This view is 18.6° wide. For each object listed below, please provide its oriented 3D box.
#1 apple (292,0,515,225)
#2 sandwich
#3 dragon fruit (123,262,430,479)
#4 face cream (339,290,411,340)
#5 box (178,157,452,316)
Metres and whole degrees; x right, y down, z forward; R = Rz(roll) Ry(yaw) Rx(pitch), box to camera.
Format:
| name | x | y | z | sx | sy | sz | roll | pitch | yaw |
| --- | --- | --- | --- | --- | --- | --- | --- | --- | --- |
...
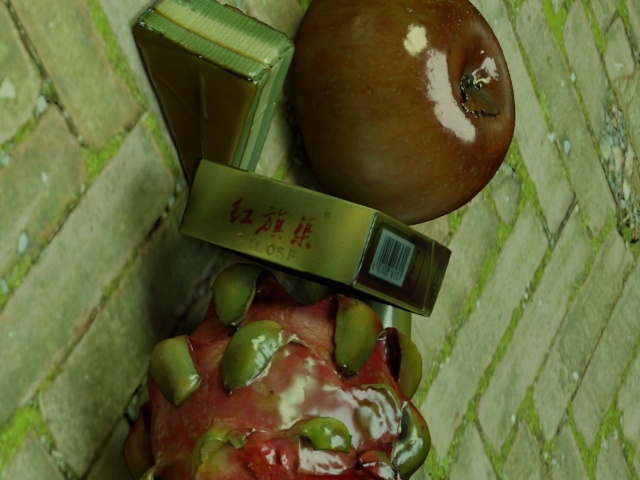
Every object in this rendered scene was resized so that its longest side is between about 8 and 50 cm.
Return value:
| name | x | y | z | sx | sy | sz | roll | pitch | yaw |
| --- | --- | --- | --- | --- | --- | --- | --- | --- | --- |
| apple | 0.078 | -0.132 | 1.744 | 0.210 | 0.173 | 0.235 | -51 | 129 | -45 |
| sandwich | -0.101 | -0.111 | 1.610 | 0.079 | 0.113 | 0.163 | -51 | 165 | -46 |
| dragon fruit | -0.026 | 0.147 | 1.542 | 0.307 | 0.227 | 0.243 | 30 | 41 | -59 |
| face cream | 0.047 | 0.143 | 1.762 | 0.139 | 0.067 | 0.285 | 98 | -6 | -87 |
| box | 0.000 | 0.000 | 1.587 | 0.240 | 0.159 | 0.071 | 24 | 82 | -72 |
